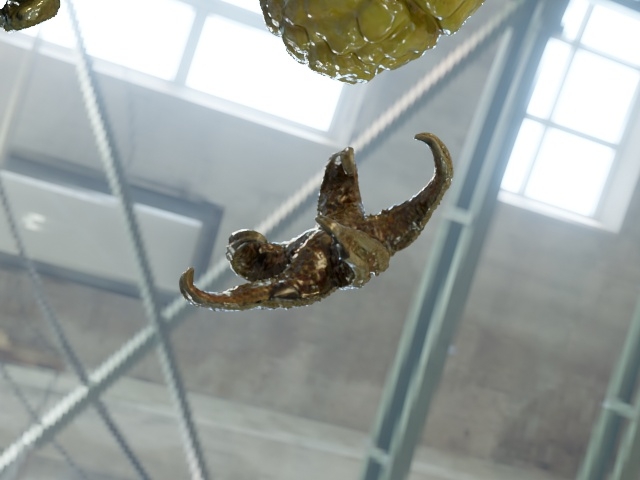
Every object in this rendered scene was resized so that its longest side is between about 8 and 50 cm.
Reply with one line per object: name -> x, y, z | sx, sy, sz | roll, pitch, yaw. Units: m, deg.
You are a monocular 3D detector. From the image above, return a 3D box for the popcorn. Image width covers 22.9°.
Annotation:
popcorn -> 0.032, -0.249, 1.401 | 0.200, 0.203, 0.226 | -31, -165, 4

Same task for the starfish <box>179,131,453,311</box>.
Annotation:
starfish -> -0.001, 0.000, 1.052 | 0.190, 0.074, 0.146 | -35, -158, -28

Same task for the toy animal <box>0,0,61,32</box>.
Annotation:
toy animal -> -0.248, -0.145, 0.907 | 0.103, 0.218, 0.101 | 4, -62, 57
